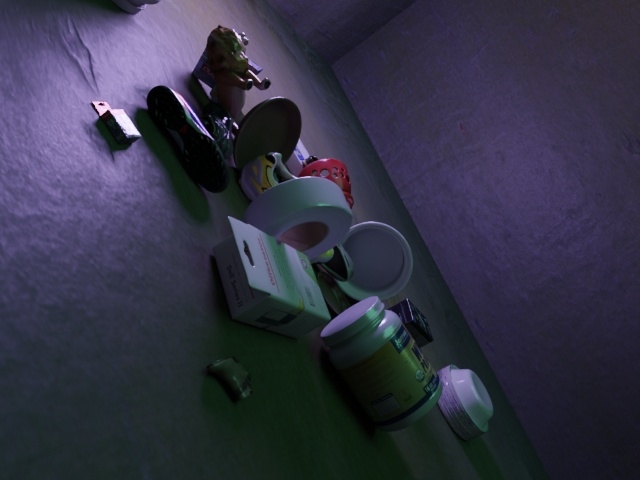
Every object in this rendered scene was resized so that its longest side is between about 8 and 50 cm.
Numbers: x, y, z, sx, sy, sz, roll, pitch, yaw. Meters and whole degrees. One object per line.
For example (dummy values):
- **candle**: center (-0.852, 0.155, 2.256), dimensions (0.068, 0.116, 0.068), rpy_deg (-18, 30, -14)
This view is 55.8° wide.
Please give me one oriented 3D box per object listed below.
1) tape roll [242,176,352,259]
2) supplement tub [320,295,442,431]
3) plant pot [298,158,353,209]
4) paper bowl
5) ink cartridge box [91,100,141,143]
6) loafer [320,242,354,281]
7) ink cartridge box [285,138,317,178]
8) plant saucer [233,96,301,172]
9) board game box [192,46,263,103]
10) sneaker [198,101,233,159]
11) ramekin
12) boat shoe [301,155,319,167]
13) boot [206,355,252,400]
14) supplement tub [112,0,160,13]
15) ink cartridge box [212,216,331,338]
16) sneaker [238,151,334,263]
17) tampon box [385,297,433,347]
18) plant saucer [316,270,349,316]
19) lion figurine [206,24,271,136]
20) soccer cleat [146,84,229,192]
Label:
- **tape roll**: center (-0.061, -0.046, 1.630), dimensions (0.286, 0.286, 0.100), rpy_deg (29, 33, -55)
- **supplement tub**: center (0.165, 0.336, 1.668), dimensions (0.316, 0.228, 0.228), rpy_deg (56, 18, -5)
- **plant pot**: center (0.027, -0.179, 2.224), dimensions (0.191, 0.191, 0.174), rpy_deg (33, 33, -51)
- **paper bowl**: center (0.565, 0.618, 2.356), dimensions (0.284, 0.148, 0.284), rpy_deg (49, 21, -26)
- **ink cartridge box**: center (-0.465, -0.276, 1.381), dimensions (0.115, 0.029, 0.063), rpy_deg (57, 19, -3)
- **loafer**: center (0.000, 0.000, 1.959), dimensions (0.319, 0.112, 0.111), rpy_deg (49, 8, -8)
- **ink cartridge box**: center (-0.124, -0.377, 2.363), dimensions (0.333, 0.065, 0.165), rpy_deg (61, 19, 5)
- **plant saucer**: center (-0.169, -0.319, 1.878), dimensions (0.041, 0.278, 0.278), rpy_deg (35, 6, 29)
- **board game box**: center (-0.321, -0.533, 1.974), dimensions (0.194, 0.194, 0.060), rpy_deg (35, 24, -3)
- **sneaker**: center (-0.323, -0.347, 1.767), dimensions (0.130, 0.087, 0.227), rpy_deg (45, 26, -49)
- **ramekin**: center (0.177, 0.065, 2.089), dimensions (0.277, 0.277, 0.135), rpy_deg (56, 10, -4)
- **boat shoe**: center (-0.025, -0.298, 2.310), dimensions (0.056, 0.049, 0.152), rpy_deg (57, 18, -2)
- **boot**: center (-0.174, 0.276, 1.200), dimensions (0.087, 0.042, 0.118), rpy_deg (63, 20, 11)
- **supplement tub**: center (-0.495, -0.853, 1.772), dimensions (0.241, 0.331, 0.241), rpy_deg (49, 20, -24)
- **ink cartridge box**: center (-0.134, 0.098, 1.466), dimensions (0.353, 0.119, 0.207), rpy_deg (32, 31, -54)
- **sneaker**: center (-0.085, -0.091, 1.811), dimensions (0.385, 0.147, 0.145), rpy_deg (50, 40, -8)
- **tampon box**: center (0.344, 0.327, 2.335), dimensions (0.161, 0.101, 0.120), rpy_deg (45, 22, -35)
- **plant saucer**: center (0.032, 0.175, 1.909), dimensions (0.168, 0.029, 0.168), rpy_deg (49, 20, -25)
- **lion figurine**: center (-0.271, -0.449, 1.884), dimensions (0.240, 0.392, 0.142), rpy_deg (35, 40, 30)
- **soccer cleat**: center (-0.332, -0.269, 1.600), dimensions (0.318, 0.108, 0.116), rpy_deg (55, 14, 0)
